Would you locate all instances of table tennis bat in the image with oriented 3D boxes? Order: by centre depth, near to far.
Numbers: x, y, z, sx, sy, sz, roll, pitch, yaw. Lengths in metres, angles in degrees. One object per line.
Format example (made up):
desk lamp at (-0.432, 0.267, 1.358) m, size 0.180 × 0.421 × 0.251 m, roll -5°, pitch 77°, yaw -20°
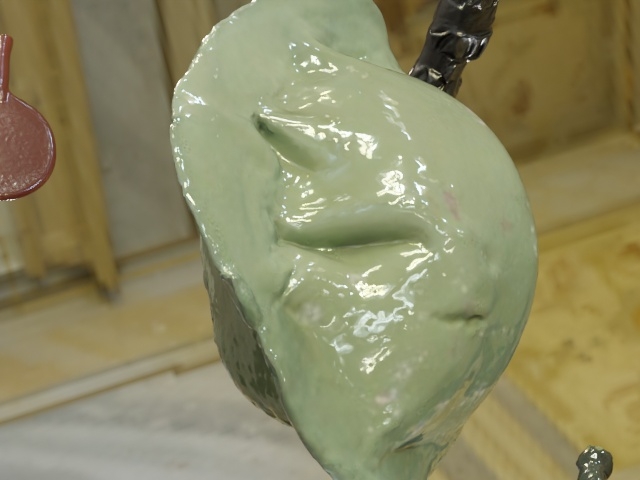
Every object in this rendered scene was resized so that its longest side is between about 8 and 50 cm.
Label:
table tennis bat at (-0.250, -0.095, 1.518) m, size 0.019 × 0.098 × 0.154 m, roll 118°, pitch -25°, yaw -53°

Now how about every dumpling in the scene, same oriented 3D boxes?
dumpling at (0.008, 0.015, 1.306) m, size 0.320 × 0.270 × 0.211 m, roll 52°, pitch -39°, yaw 28°

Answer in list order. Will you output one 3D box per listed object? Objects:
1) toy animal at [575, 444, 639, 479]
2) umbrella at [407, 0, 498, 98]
toy animal at (0.193, 0.184, 1.242) m, size 0.082 × 0.269 × 0.137 m, roll 36°, pitch 20°, yaw -6°
umbrella at (0.100, -0.136, 1.736) m, size 0.059 × 0.066 × 0.235 m, roll 29°, pitch -67°, yaw 15°
